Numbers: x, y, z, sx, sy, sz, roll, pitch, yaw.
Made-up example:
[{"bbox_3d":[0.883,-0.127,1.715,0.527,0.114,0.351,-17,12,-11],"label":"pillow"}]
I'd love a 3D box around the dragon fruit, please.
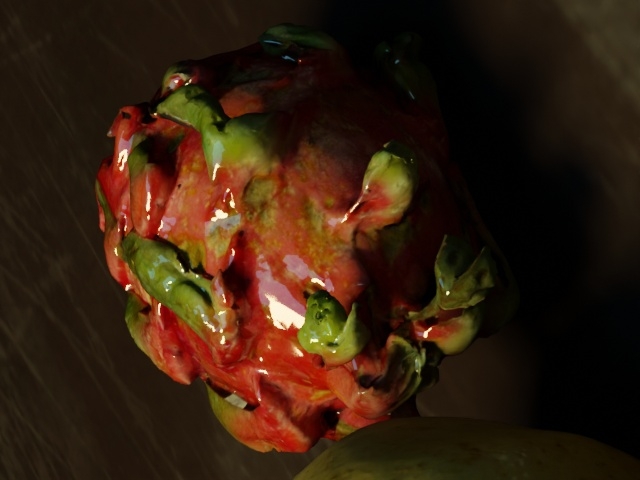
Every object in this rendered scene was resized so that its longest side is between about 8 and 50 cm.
[{"bbox_3d":[0.000,0.000,0.706,0.166,0.160,0.172,-49,60,14],"label":"dragon fruit"}]

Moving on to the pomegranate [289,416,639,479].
[{"bbox_3d":[0.063,0.169,0.616,0.233,0.233,0.233,26,123,49],"label":"pomegranate"}]
